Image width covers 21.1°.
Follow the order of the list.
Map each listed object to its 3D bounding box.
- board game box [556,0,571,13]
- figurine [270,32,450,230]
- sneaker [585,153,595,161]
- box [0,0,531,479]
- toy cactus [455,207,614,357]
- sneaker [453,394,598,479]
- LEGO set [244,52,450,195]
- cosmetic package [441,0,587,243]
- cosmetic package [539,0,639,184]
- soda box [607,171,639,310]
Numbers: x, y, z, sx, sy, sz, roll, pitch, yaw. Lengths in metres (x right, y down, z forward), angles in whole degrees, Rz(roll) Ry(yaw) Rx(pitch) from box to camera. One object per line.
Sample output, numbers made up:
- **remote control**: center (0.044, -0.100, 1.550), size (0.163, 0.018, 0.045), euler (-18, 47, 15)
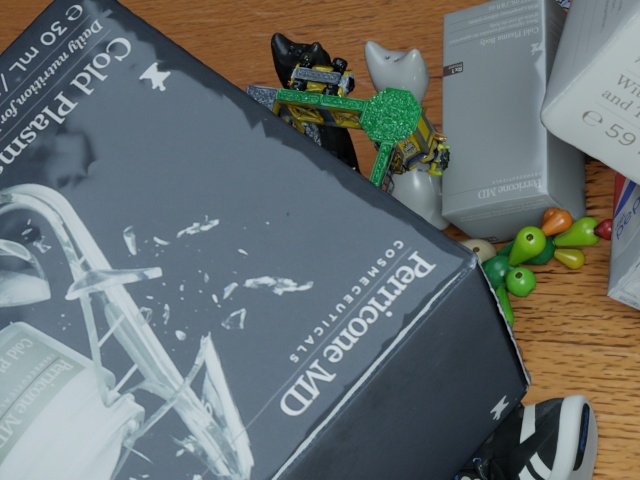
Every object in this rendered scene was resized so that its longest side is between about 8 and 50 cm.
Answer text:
- **board game box**: center (0.360, -0.283, 2.006), size (0.201, 0.035, 0.136), euler (-41, 38, -17)
- **figurine**: center (0.047, -0.122, 1.848), size (0.215, 0.209, 0.092), euler (8, 33, 39)
- **sneaker**: center (0.223, -0.086, 1.844), size (0.166, 0.065, 0.076), euler (2, 61, 39)
- **box**: center (-0.166, 0.119, 1.454), size (0.472, 0.297, 0.480), euler (37, 78, 27)
- **toy cactus**: center (0.178, 0.035, 1.700), size (0.219, 0.112, 0.180), euler (-38, 18, -10)
- **sneaker**: center (0.165, 0.224, 1.479), size (0.121, 0.079, 0.217), euler (-11, 30, 27)
- **LEGO set**: center (0.000, 0.000, 1.742), size (0.255, 0.192, 0.331), euler (2, 69, 19)
- **cosmetic package**: center (0.199, -0.125, 1.775), size (0.127, 0.107, 0.238), euler (-13, 61, 29)
- **cosmetic package**: center (0.450, -0.232, 1.496), size (0.393, 0.329, 0.327), euler (-50, 13, 46)
- **soda box**: center (0.343, -0.051, 1.652), size (0.286, 0.098, 0.091), euler (-77, 14, -46)
